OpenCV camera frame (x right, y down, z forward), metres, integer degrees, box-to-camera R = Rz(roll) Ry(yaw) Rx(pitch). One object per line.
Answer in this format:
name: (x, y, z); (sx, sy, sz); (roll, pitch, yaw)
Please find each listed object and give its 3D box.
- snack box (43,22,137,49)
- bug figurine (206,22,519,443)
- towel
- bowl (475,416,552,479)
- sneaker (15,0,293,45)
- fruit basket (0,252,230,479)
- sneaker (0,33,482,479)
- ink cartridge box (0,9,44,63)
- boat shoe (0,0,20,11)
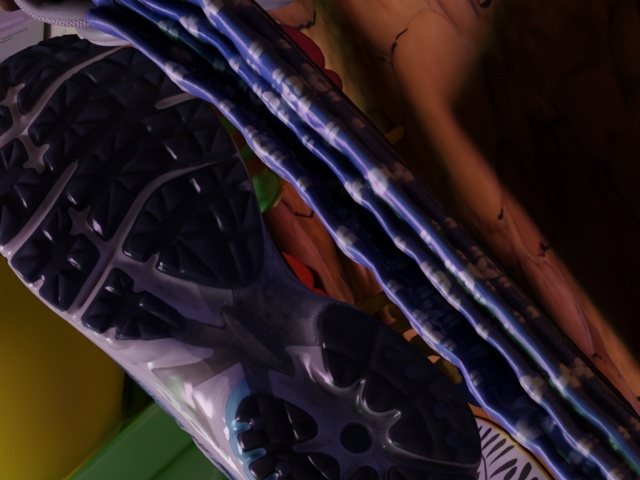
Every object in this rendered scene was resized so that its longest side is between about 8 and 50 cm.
snack box: (-0.151, -0.100, 1.171); (0.187, 0.060, 0.322); (65, 164, -3)
bug figurine: (0.000, 0.000, 0.839); (0.216, 0.072, 0.279); (59, 160, -9)
towel: (0.073, 0.052, 0.550); (0.336, 0.040, 0.243); (49, -175, 21)
bowl: (0.081, 0.181, 0.868); (0.170, 0.080, 0.170); (53, 161, 27)
sneaker: (-0.077, -0.150, 0.726); (0.122, 0.146, 0.330); (67, 165, -18)
fruit basket: (-0.180, 0.113, 1.050); (0.392, 0.392, 0.283); (66, 164, -10)
sneaker: (-0.055, 0.037, 0.758); (0.283, 0.110, 0.122); (50, 163, 12)
ink cartridge box: (-0.242, -0.150, 1.131); (0.140, 0.082, 0.191); (63, 165, 13)
boat shoe: (-0.171, -0.205, 0.829); (0.285, 0.089, 0.105); (-96, 4, -48)
